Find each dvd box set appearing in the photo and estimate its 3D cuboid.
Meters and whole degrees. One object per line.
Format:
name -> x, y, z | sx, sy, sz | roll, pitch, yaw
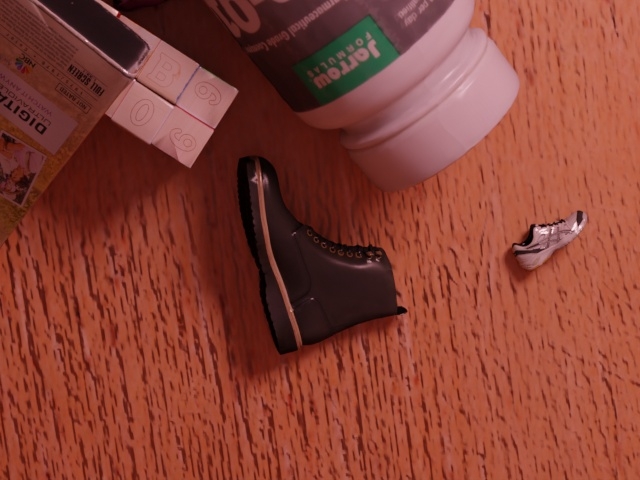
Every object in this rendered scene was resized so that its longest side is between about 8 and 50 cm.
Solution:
dvd box set -> -0.378, -0.115, 1.421 | 0.307, 0.062, 0.420 | 38, 125, -7

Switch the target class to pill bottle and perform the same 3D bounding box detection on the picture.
pill bottle -> 0.011, -0.233, 1.469 | 0.204, 0.204, 0.361 | -40, 107, 0

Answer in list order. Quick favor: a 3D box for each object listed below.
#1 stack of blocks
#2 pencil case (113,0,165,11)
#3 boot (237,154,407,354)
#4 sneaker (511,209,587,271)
stack of blocks -> -0.222, -0.182, 1.485 | 0.297, 0.171, 0.087 | 33, 92, -7
pencil case -> -0.191, -0.321, 1.512 | 0.095, 0.098, 0.209 | -22, 97, -2
boot -> 0.000, 0.000, 1.576 | 0.137, 0.077, 0.198 | -15, 109, -8
sneaker -> 0.228, -0.007, 1.606 | 0.083, 0.032, 0.037 | -40, 97, -1
